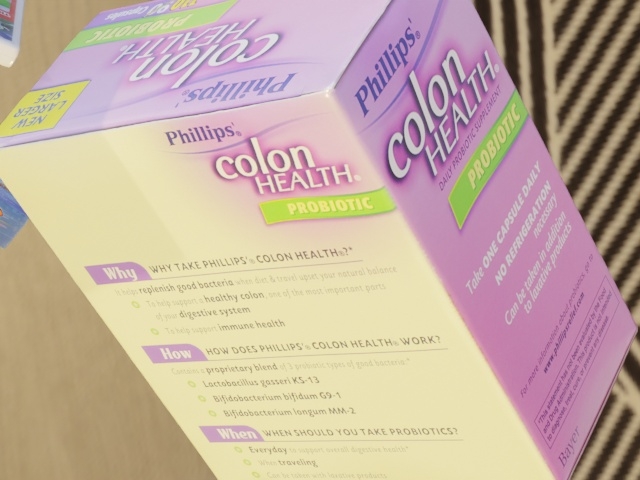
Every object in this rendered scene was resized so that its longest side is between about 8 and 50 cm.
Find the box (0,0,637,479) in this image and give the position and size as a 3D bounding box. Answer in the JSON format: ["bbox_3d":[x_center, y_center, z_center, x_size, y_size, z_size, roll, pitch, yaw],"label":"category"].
[{"bbox_3d":[0.000,0.000,0.863,0.214,0.117,0.243,-6,128,39],"label":"box"}]

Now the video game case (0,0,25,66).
[{"bbox_3d":[-0.333,-0.217,1.417,0.201,0.183,0.023,22,113,-17],"label":"video game case"}]

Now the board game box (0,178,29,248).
[{"bbox_3d":[-0.313,-0.086,1.374,0.201,0.136,0.035,36,104,-17],"label":"board game box"}]
